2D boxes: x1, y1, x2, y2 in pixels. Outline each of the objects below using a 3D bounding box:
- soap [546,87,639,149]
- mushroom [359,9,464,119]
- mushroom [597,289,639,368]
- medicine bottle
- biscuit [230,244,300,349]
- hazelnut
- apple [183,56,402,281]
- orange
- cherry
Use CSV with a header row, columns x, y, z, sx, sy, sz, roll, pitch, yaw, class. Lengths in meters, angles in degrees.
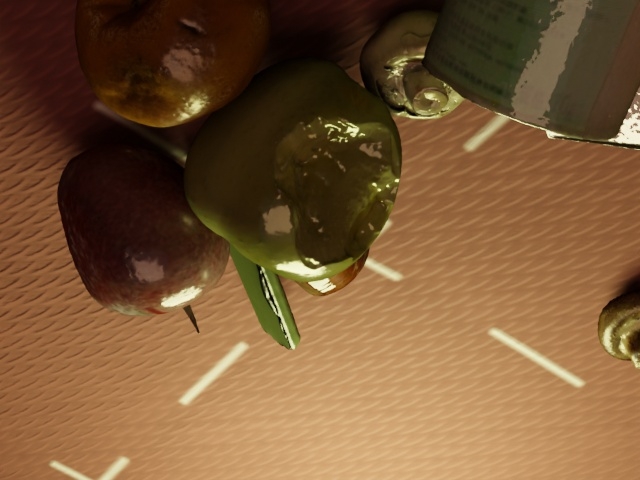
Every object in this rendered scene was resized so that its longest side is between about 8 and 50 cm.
x,y,z,sx,sy,sz,roll,pitch,yaw,class
0.375,-0.195,1.723,0.259,0.081,0.181,12,138,41,soap
0.124,-0.208,1.784,0.154,0.122,0.154,-1,142,0,mushroom
0.460,0.124,2.089,0.126,0.085,0.109,-21,93,25,mushroom
0.285,-0.333,1.527,0.235,0.236,0.406,16,111,-11,medicine bottle
-0.094,0.030,2.044,0.038,0.099,0.322,-36,132,-17,biscuit
0.000,0.000,1.983,0.143,0.143,0.154,-25,134,24,hazelnut
-0.030,-0.084,1.793,0.279,0.279,0.279,2,133,2,apple
-0.169,-0.242,1.709,0.249,0.249,0.183,-31,147,28,orange
-0.226,-0.003,1.923,0.285,0.213,0.236,58,151,-7,cherry
